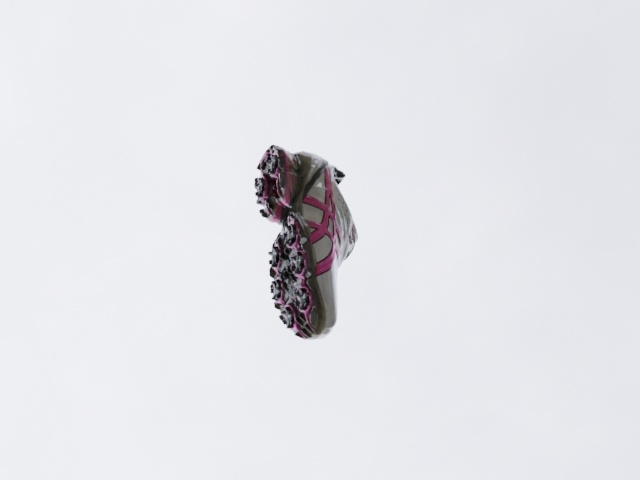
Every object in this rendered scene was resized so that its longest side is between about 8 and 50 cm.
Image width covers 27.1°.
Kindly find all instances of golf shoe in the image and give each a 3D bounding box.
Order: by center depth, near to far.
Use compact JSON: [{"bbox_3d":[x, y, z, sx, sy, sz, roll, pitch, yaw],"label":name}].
[{"bbox_3d":[0.000,0.000,1.102,0.086,0.067,0.186,10,-128,-25],"label":"golf shoe"}]
